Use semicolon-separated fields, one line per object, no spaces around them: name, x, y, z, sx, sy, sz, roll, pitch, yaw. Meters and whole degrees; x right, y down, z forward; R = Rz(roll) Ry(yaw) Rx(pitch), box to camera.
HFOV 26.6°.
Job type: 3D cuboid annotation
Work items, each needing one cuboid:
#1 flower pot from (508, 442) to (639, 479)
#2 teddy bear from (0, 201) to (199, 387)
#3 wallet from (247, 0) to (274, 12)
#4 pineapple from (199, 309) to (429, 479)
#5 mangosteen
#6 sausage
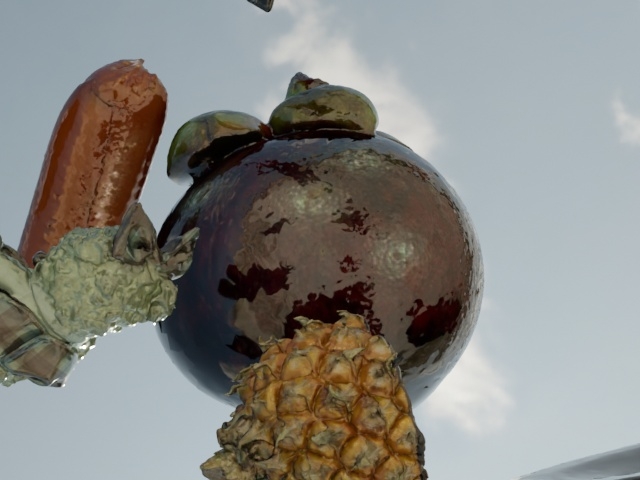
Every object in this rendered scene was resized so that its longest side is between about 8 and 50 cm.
flower pot;0.188;0.208;0.532;0.266;0.266;0.267;-7;-101;-42
teddy bear;-0.187;0.042;0.883;0.133;0.213;0.111;48;-135;-40
wallet;-0.091;-0.348;1.099;0.041;0.323;0.247;-4;-63;-32
pineapple;-0.018;0.143;0.937;0.137;0.161;0.176;-15;-53;-20
mangosteen;0.002;0.014;1.168;0.300;0.300;0.300;13;-111;-38
sausage;-0.230;-0.019;1.290;0.102;0.102;0.330;3;-62;-41
